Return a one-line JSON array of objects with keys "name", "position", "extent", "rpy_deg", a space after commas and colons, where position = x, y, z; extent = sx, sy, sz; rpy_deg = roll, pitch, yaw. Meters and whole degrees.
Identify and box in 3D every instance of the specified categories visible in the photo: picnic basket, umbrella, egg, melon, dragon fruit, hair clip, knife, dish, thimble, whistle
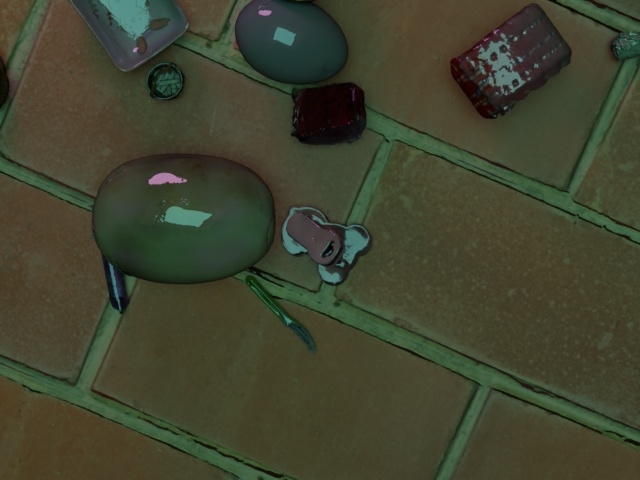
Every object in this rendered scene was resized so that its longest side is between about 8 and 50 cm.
[{"name": "picnic basket", "position": [-0.271, -0.276, 1.837], "extent": [0.072, 0.083, 0.072], "rpy_deg": [0, 94, 1]}, {"name": "umbrella", "position": [0.573, -0.348, 1.825], "extent": [0.143, 0.067, 0.062], "rpy_deg": [-14, 65, 8]}, {"name": "egg", "position": [-0.049, -0.339, 1.796], "extent": [0.198, 0.146, 0.146], "rpy_deg": [18, 95, -13]}, {"name": "melon", "position": [-0.233, -0.036, 1.786], "extent": [0.316, 0.223, 0.223], "rpy_deg": [1, 95, 0]}, {"name": "dragon fruit", "position": [0.029, -0.220, 1.840], "extent": [0.147, 0.096, 0.102], "rpy_deg": [-6, 84, 32]}, {"name": "hair clip", "position": [0.005, 0.002, 1.882], "extent": [0.138, 0.102, 0.123], "rpy_deg": [33, 93, 31]}, {"name": "knife", "position": [-0.069, 0.132, 1.897], "extent": [0.184, 0.026, 0.022], "rpy_deg": [47, 123, -1]}, {"name": "dish", "position": [-0.337, -0.411, 1.832], "extent": [0.151, 0.077, 0.212], "rpy_deg": [-35, 93, 2]}, {"name": "thimble", "position": [0.321, -0.300, 1.783], "extent": [0.189, 0.163, 0.125], "rpy_deg": [-36, 93, -10]}, {"name": "whistle", "position": [-0.372, 0.044, 1.891], "extent": [0.033, 0.033, 0.177], "rpy_deg": [-9, 94, 2]}]

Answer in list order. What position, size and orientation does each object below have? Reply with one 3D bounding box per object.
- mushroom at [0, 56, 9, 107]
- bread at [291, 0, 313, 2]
[{"name": "mushroom", "position": [-0.612, -0.294, 1.846], "extent": [0.135, 0.080, 0.171], "rpy_deg": [1, 98, -9]}, {"name": "bread", "position": [-0.031, -0.466, 1.778], "extent": [0.149, 0.188, 0.065], "rpy_deg": [-4, 132, -7]}]
